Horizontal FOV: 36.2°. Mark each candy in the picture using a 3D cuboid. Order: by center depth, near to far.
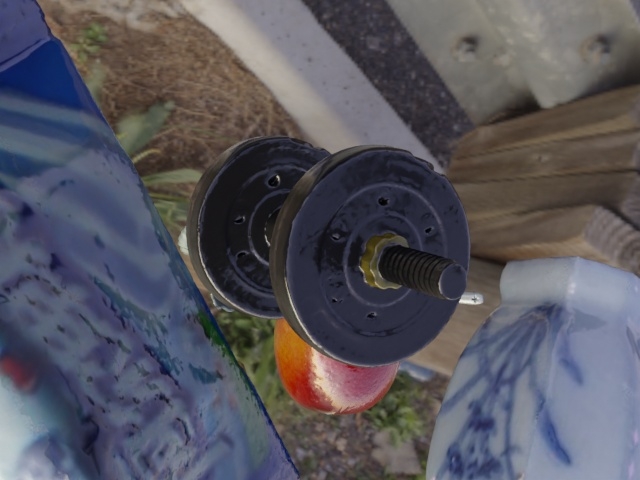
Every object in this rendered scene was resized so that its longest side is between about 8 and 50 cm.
[{"bbox_3d":[-0.114,0.054,0.449,0.187,0.077,0.331,-41,111,-49],"label":"candy"}]

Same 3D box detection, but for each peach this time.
[{"bbox_3d":[0.027,0.117,1.333,0.196,0.190,0.226,-6,108,-37],"label":"peach"}]

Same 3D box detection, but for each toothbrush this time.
[{"bbox_3d":[0.140,0.089,1.618,0.026,0.263,0.022,-12,103,-70],"label":"toothbrush"}]

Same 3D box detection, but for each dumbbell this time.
[{"bbox_3d":[0.000,0.000,0.692,0.143,0.325,0.143,-5,100,-28],"label":"dumbbell"}]

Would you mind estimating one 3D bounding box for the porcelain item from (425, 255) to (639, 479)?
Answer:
[{"bbox_3d":[0.240,0.227,1.072,0.178,0.242,0.405,20,76,-24],"label":"porcelain item"}]

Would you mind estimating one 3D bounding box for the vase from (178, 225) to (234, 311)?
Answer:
[{"bbox_3d":[-0.155,0.030,1.435,0.081,0.149,0.081,-20,133,-24],"label":"vase"}]

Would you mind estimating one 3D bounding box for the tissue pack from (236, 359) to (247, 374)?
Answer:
[{"bbox_3d":[-0.164,0.251,1.381,0.123,0.178,0.127,2,61,-18],"label":"tissue pack"}]
